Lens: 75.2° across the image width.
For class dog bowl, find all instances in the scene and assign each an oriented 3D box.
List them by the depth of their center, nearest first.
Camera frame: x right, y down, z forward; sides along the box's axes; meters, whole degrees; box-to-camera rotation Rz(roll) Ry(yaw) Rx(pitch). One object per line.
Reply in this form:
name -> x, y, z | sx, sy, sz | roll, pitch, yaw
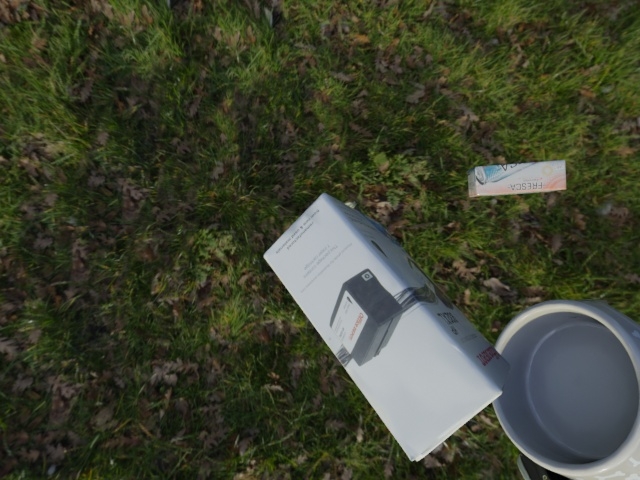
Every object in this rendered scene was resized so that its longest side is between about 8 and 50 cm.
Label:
dog bowl -> 0.472, 0.271, 0.781 | 0.102, 0.349, 0.348 | 16, 91, -23

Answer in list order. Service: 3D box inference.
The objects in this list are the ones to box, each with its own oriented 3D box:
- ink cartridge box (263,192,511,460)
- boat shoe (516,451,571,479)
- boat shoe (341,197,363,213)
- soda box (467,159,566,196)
ink cartridge box -> 0.099, 0.101, 0.575 | 0.129, 0.223, 0.307 | -45, 65, 13
boat shoe -> 0.452, 0.481, 0.779 | 0.081, 0.227, 0.068 | 17, 110, -12
boat shoe -> 0.001, 0.000, 0.901 | 0.224, 0.080, 0.073 | -40, 91, 2
soda box -> 0.409, -0.129, 0.872 | 0.183, 0.058, 0.062 | -4, 92, 3
